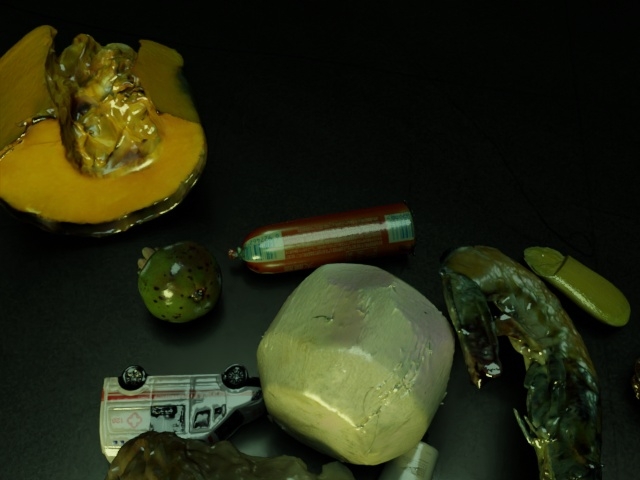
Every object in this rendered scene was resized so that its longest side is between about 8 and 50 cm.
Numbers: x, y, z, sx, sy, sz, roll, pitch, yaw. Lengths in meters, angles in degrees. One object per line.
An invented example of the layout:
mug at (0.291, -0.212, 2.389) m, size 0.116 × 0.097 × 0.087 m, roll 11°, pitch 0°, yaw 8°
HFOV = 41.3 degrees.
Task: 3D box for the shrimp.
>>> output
shrimp at (0.243, 0.158, 0.995) m, size 0.272 × 0.085 × 0.445 m, roll 37°, pitch 32°, yaw -22°

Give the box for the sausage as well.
sausage at (0.000, 0.000, 1.201) m, size 0.264 × 0.083 × 0.083 m, roll -8°, pitch 59°, yaw -6°

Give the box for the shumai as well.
shumai at (-0.089, 0.364, 0.947) m, size 0.283 × 0.217 × 0.346 m, roll -7°, pitch 64°, yaw -44°

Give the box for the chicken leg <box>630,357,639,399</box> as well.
chicken leg at (0.490, 0.232, 1.079) m, size 0.107 × 0.087 × 0.251 m, roll -17°, pitch 65°, yaw -23°

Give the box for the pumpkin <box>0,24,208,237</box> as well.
pumpkin at (-0.318, -0.150, 1.178) m, size 0.303 × 0.256 × 0.225 m, roll 5°, pitch 50°, yaw -28°

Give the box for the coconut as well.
coconut at (0.052, 0.139, 1.024) m, size 0.227 × 0.227 × 0.230 m, roll 26°, pitch 56°, yaw 13°

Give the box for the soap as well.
soap at (0.360, 0.060, 1.190) m, size 0.168 × 0.033 × 0.089 m, roll 34°, pitch 34°, yaw 7°

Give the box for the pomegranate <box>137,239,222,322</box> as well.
pomegranate at (-0.198, 0.048, 1.150) m, size 0.114 × 0.114 × 0.142 m, roll -38°, pitch 41°, yaw -23°

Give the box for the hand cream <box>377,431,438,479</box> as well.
hand cream at (0.092, 0.315, 1.024) m, size 0.087 × 0.054 × 0.186 m, roll 17°, pitch 65°, yaw 18°

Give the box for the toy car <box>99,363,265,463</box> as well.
toy car at (-0.166, 0.218, 1.047) m, size 0.210 × 0.089 × 0.108 m, roll -1°, pitch 58°, yaw -2°
